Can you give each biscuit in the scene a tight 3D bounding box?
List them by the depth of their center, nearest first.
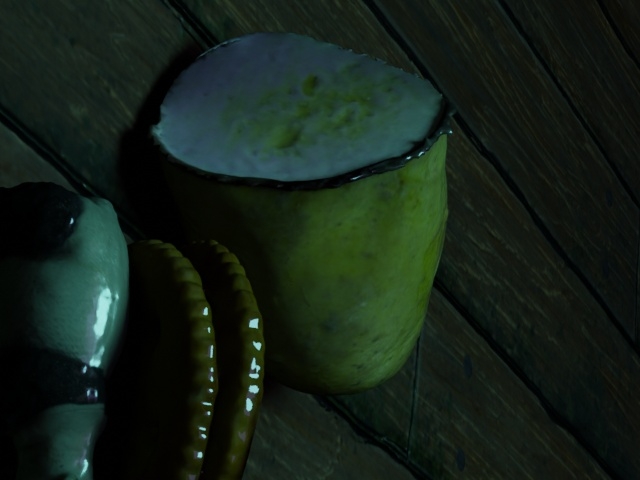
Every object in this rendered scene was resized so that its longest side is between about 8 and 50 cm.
[{"bbox_3d":[-0.107,0.106,1.238,0.066,0.220,0.220,11,71,-28],"label":"biscuit"}]

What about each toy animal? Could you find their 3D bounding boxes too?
[{"bbox_3d":[-0.172,0.074,1.197,0.094,0.121,0.225,35,53,-55],"label":"toy animal"}]

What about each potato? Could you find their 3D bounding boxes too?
[{"bbox_3d":[0.000,0.000,1.516,0.229,0.229,0.266,-63,154,-49],"label":"potato"}]
